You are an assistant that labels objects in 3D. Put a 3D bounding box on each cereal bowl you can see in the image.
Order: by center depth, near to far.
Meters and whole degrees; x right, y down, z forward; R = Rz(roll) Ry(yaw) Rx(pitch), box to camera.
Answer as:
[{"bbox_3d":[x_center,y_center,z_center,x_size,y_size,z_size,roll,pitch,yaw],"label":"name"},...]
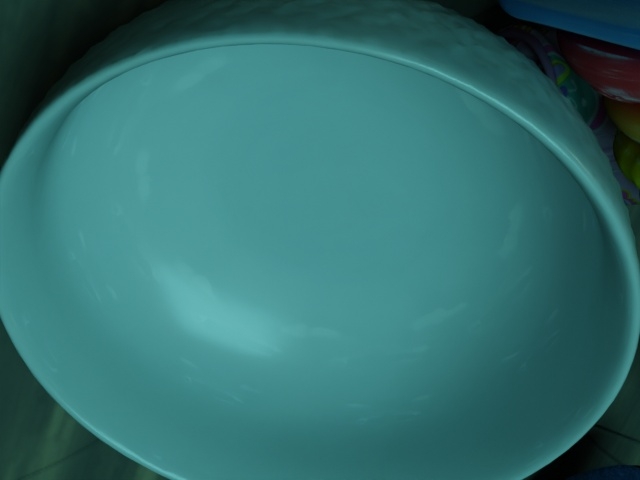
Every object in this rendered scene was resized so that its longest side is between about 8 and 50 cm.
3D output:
[{"bbox_3d":[0.000,0.000,0.610,0.339,0.141,0.339,4,129,5],"label":"cereal bowl"}]

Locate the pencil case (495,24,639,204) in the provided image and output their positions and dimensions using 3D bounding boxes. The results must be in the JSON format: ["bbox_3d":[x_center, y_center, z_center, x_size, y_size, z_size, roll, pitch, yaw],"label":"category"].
[{"bbox_3d":[0.239,-0.078,0.694,0.284,0.124,0.124,-1,119,-18],"label":"pencil case"}]

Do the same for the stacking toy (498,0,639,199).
[{"bbox_3d":[0.226,-0.034,0.573,0.175,0.166,0.302,-30,121,-17],"label":"stacking toy"}]

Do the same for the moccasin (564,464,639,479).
[{"bbox_3d":[0.193,0.307,0.914,0.117,0.138,0.342,18,126,-32],"label":"moccasin"}]
